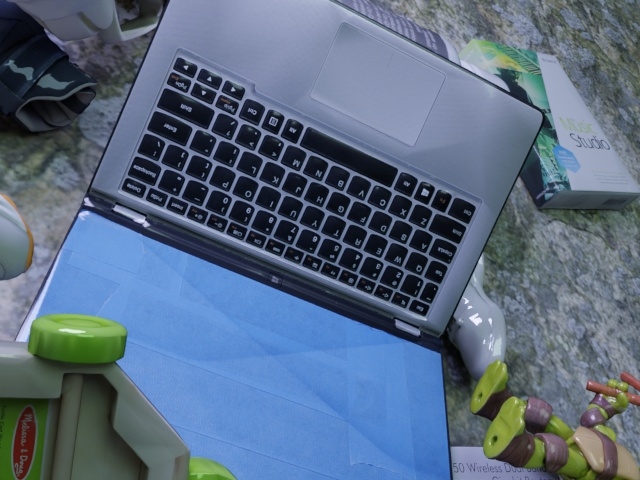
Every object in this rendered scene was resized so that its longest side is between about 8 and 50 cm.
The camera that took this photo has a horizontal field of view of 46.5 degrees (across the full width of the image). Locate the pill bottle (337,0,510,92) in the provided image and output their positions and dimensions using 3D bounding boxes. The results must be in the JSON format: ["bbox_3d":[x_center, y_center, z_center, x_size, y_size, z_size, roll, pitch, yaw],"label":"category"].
[{"bbox_3d":[0.039,-0.181,0.897,0.361,0.204,0.204,16,49,-24],"label":"pill bottle"}]

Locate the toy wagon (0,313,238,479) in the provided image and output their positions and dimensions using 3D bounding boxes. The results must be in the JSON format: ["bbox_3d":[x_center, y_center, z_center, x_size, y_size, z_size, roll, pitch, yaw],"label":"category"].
[{"bbox_3d":[-0.179,0.176,0.440,0.344,0.068,0.267,7,92,-25],"label":"toy wagon"}]

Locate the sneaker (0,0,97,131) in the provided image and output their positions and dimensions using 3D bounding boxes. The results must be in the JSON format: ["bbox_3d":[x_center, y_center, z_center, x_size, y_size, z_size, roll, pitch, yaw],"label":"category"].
[{"bbox_3d":[-0.294,-0.205,0.767,0.163,0.086,0.226,39,34,-17],"label":"sneaker"}]

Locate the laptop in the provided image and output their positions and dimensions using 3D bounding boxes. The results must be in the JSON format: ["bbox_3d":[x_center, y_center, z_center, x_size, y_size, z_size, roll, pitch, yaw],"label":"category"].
[{"bbox_3d":[0.000,0.000,0.619,0.381,0.408,0.236,23,4,-16],"label":"laptop"}]

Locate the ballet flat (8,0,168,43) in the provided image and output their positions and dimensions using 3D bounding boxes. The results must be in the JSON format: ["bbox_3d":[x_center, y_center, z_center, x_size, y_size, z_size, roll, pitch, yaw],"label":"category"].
[{"bbox_3d":[-0.220,-0.262,0.730,0.147,0.147,0.409,40,18,-2],"label":"ballet flat"}]

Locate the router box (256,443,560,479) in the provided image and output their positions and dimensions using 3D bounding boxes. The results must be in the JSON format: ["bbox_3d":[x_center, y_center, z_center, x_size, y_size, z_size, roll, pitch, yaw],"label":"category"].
[{"bbox_3d":[0.096,0.329,0.617,0.335,0.082,0.301,9,52,-30],"label":"router box"}]

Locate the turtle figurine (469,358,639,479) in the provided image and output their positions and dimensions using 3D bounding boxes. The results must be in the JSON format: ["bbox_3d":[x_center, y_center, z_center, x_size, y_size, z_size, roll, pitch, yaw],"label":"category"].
[{"bbox_3d":[0.251,0.196,0.712,0.217,0.087,0.270,27,33,-9],"label":"turtle figurine"}]

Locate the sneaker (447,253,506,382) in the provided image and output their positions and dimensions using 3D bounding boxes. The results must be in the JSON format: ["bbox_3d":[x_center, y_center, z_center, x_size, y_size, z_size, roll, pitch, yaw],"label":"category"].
[{"bbox_3d":[0.153,0.074,0.882,0.094,0.080,0.212,9,44,-16],"label":"sneaker"}]

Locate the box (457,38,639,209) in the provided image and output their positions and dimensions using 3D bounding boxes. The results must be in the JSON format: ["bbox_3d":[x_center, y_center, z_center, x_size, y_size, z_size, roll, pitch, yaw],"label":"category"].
[{"bbox_3d":[0.387,-0.197,1.271,0.232,0.058,0.322,-2,57,-37],"label":"box"}]

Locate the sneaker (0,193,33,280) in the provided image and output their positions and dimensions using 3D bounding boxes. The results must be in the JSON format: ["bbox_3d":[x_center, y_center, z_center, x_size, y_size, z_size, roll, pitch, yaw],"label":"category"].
[{"bbox_3d":[-0.307,0.007,0.426,0.262,0.099,0.121,11,59,-19],"label":"sneaker"}]
